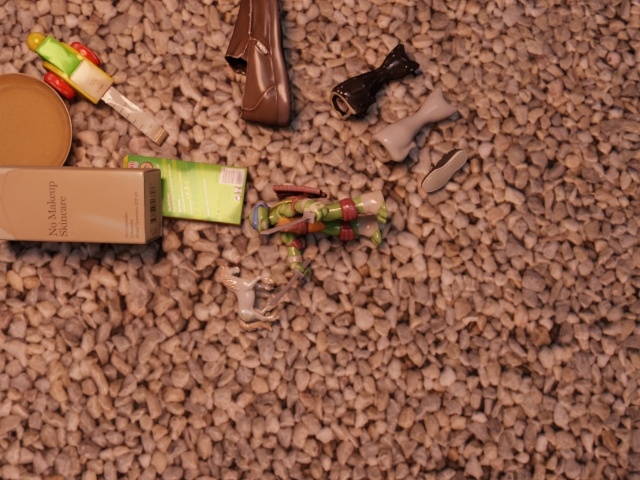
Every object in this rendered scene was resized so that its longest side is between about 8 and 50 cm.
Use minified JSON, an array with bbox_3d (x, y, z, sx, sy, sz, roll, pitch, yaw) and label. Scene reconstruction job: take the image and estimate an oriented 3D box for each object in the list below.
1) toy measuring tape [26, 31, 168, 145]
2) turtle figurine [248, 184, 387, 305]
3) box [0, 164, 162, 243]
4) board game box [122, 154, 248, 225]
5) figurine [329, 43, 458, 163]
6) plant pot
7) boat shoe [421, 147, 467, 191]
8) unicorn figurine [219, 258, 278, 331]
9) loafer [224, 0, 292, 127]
[{"bbox_3d":[-0.472,-0.317,1.303,0.330,0.121,0.121,38,79,-19],"label":"toy measuring tape"},{"bbox_3d":[0.000,0.000,1.214,0.266,0.274,0.198,-8,115,-9],"label":"turtle figurine"},{"bbox_3d":[-0.481,-0.073,1.204,0.311,0.121,0.148,0,99,1],"label":"box"},{"bbox_3d":[-0.290,-0.106,1.292,0.259,0.039,0.124,7,80,-4],"label":"board game box"},{"bbox_3d":[0.166,-0.299,1.331,0.209,0.092,0.215,-40,85,-13],"label":"figurine"},{"bbox_3d":[-0.625,-0.225,1.271,0.236,0.032,0.236,0,94,2],"label":"plant pot"},{"bbox_3d":[0.263,-0.155,1.332,0.125,0.038,0.046,-44,127,-4],"label":"boat shoe"},{"bbox_3d":[-0.146,0.108,1.251,0.111,0.060,0.162,-6,80,-5],"label":"unicorn figurine"},{"bbox_3d":[-0.143,-0.418,1.304,0.130,0.134,0.366,-8,81,-5],"label":"loafer"}]
